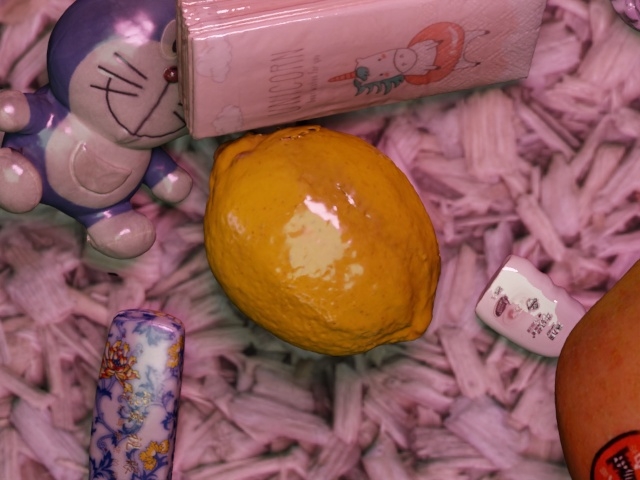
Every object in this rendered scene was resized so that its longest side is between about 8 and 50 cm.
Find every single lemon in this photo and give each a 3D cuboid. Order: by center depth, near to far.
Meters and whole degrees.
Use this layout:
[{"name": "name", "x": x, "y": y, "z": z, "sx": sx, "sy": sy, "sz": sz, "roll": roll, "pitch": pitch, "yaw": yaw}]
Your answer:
[{"name": "lemon", "x": 0.000, "y": 0.000, "z": 1.870, "sx": 0.260, "sy": 0.204, "sz": 0.204, "roll": 43, "pitch": 107, "yaw": -2}]

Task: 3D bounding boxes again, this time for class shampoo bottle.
[{"name": "shampoo bottle", "x": 0.228, "y": 0.082, "z": 1.937, "sx": 0.152, "sy": 0.045, "sz": 0.077, "roll": 34, "pitch": 107, "yaw": -2}]

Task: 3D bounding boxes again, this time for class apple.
[{"name": "apple", "x": 0.368, "y": 0.145, "z": 1.783, "sx": 0.338, "sy": 0.338, "sz": 0.305, "roll": -44, "pitch": 60, "yaw": 16}]

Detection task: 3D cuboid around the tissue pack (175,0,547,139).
[{"name": "tissue pack", "x": 0.035, "y": -0.181, "z": 1.784, "sx": 0.325, "sy": 0.170, "sz": 0.071, "roll": -12, "pitch": 63, "yaw": -11}]

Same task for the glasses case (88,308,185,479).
[{"name": "glasses case", "x": -0.188, "y": 0.190, "z": 2.019, "sx": 0.087, "sy": 0.065, "sz": 0.248, "roll": 9, "pitch": 107, "yaw": 9}]

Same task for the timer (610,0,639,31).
[{"name": "timer", "x": 0.329, "y": -0.279, "z": 1.769, "sx": 0.191, "sy": 0.069, "sz": 0.208, "roll": -29, "pitch": 133, "yaw": 14}]

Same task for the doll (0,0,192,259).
[{"name": "doll", "x": -0.193, "y": -0.127, "z": 1.894, "sx": 0.228, "sy": 0.154, "sz": 0.258, "roll": 26, "pitch": 119, "yaw": -33}]
